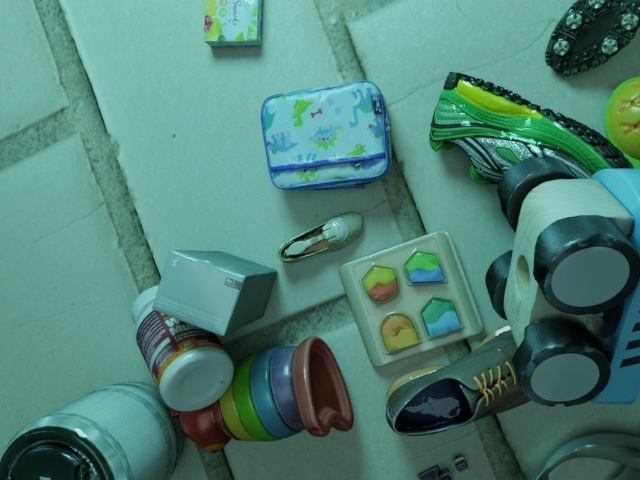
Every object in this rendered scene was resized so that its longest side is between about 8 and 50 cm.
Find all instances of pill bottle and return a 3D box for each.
[{"bbox_3d":[-0.242,0.173,0.960,0.121,0.121,0.221,-55,43,7],"label":"pill bottle"}]

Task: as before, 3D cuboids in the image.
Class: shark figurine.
[{"bbox_3d":[0.465,0.348,0.895,0.278,0.116,0.166,-5,80,18],"label":"shark figurine"}]

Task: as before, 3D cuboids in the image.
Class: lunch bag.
[{"bbox_3d":[0.013,-0.173,0.977,0.219,0.090,0.176,-4,93,11],"label":"lunch bag"}]

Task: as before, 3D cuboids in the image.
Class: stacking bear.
[{"bbox_3d":[-0.115,0.281,0.978,0.289,0.175,0.164,-20,70,18],"label":"stacking bear"}]

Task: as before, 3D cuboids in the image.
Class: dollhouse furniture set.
[{"bbox_3d":[0.231,0.444,0.956,0.091,0.081,0.114,-30,86,9],"label":"dollhouse furniture set"}]

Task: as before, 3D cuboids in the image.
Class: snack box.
[{"bbox_3d":[-0.156,-0.426,1.023,0.100,0.037,0.141,2,92,8],"label":"snack box"}]

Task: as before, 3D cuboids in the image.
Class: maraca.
[{"bbox_3d":[0.514,-0.168,0.881,0.127,0.099,0.186,-5,83,18],"label":"maraca"}]

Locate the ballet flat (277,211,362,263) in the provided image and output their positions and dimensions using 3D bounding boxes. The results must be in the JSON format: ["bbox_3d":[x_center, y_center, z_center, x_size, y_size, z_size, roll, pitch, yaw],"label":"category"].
[{"bbox_3d":[0.000,0.000,0.999,0.168,0.052,0.057,-26,87,9],"label":"ballet flat"}]

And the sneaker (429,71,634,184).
[{"bbox_3d":[0.331,-0.138,0.897,0.343,0.134,0.146,34,118,26],"label":"sneaker"}]

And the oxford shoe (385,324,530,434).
[{"bbox_3d":[0.277,0.234,0.917,0.363,0.133,0.130,-28,86,9],"label":"oxford shoe"}]

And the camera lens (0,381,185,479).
[{"bbox_3d":[-0.375,0.372,0.958,0.219,0.274,0.219,0,91,10],"label":"camera lens"}]

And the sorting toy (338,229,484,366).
[{"bbox_3d":[0.155,0.103,0.983,0.208,0.038,0.193,-20,88,10],"label":"sorting toy"}]

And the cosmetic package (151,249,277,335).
[{"bbox_3d":[-0.164,0.078,0.934,0.127,0.238,0.107,19,94,9],"label":"cosmetic package"}]

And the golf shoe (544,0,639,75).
[{"bbox_3d":[0.470,-0.382,0.893,0.105,0.120,0.273,38,119,1],"label":"golf shoe"}]

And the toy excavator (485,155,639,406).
[{"bbox_3d":[0.464,0.115,0.758,0.445,0.222,0.433,1,120,3],"label":"toy excavator"}]
